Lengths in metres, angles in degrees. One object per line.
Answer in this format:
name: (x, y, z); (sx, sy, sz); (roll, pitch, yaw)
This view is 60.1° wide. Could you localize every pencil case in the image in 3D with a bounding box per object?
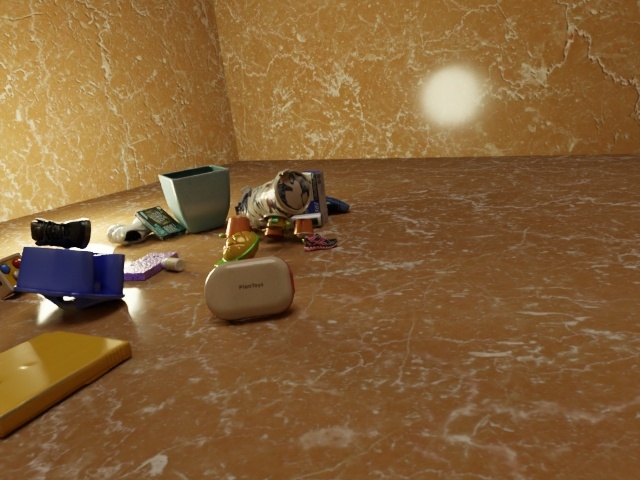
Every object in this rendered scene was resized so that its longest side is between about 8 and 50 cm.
pencil case: (-0.183, -0.155, 2.102); (0.160, 0.184, 0.410); (-45, 15, -27)

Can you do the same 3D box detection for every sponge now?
sponge: (-0.595, 0.087, 1.904); (0.117, 0.031, 0.210); (-2, 17, 19)

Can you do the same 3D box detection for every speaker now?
speaker: (-0.063, -0.076, 2.186); (0.136, 0.055, 0.055); (-6, 16, 4)

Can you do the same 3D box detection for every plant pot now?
plant pot: (-0.526, -0.173, 2.376); (0.247, 0.253, 0.247); (-15, 18, -26)

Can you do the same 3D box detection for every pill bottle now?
pill bottle: (-0.499, 0.079, 1.864); (0.083, 0.044, 0.043); (5, 20, 36)

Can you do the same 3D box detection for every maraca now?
maraca: (-0.274, 0.040, 1.815); (0.127, 0.099, 0.186); (-5, 38, 47)

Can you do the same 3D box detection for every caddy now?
caddy: (-0.728, 0.116, 1.618); (0.341, 0.179, 0.241); (2, -5, 31)

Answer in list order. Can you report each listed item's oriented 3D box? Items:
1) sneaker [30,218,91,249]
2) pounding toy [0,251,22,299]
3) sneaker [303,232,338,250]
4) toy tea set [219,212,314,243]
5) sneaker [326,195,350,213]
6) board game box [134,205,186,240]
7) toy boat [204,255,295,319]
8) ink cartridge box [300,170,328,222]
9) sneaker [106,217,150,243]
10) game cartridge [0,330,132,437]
sneaker: (-0.736, -0.019, 1.564); (0.130, 0.087, 0.227); (6, -7, -44)
pounding toy: (-1.002, 0.118, 1.828); (0.100, 0.141, 0.130); (-32, 5, 26)
sneaker: (0.000, 0.000, 1.891); (0.119, 0.057, 0.047); (-8, 14, -6)
toy tea set: (-0.190, -0.015, 2.002); (0.335, 0.125, 0.200); (-4, -14, 22)
sneaker: (0.006, -0.143, 2.368); (0.232, 0.091, 0.081); (15, 16, 0)
board game box: (-0.677, -0.075, 2.339); (0.186, 0.026, 0.126); (37, 34, 22)
toy boat: (-0.181, 0.130, 1.432); (0.230, 0.151, 0.151); (-7, -14, -2)
ink cartridge box: (-0.027, -0.177, 2.240); (0.097, 0.207, 0.046); (7, 21, 43)
sneaker: (-0.758, -0.039, 2.339); (0.121, 0.099, 0.262); (17, 33, 34)
game cartridge: (-0.625, 0.291, 1.192); (0.285, 0.053, 0.323); (1, 16, 28)
